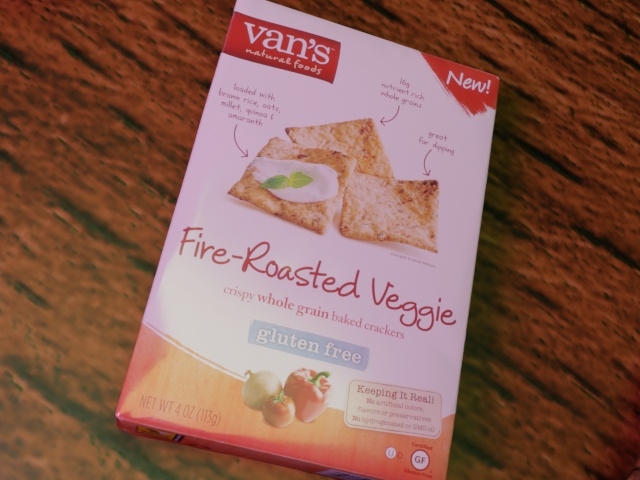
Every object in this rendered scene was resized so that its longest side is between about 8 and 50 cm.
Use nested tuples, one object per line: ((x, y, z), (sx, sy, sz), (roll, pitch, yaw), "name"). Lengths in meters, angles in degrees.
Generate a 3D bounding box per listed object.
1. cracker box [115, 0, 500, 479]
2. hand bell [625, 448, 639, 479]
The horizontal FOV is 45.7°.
((0.000, 0.000, 0.403), (0.156, 0.067, 0.232), (15, 69, -9), "cracker box")
((0.177, 0.126, 0.403), (0.126, 0.126, 0.242), (41, 55, 2), "hand bell")
